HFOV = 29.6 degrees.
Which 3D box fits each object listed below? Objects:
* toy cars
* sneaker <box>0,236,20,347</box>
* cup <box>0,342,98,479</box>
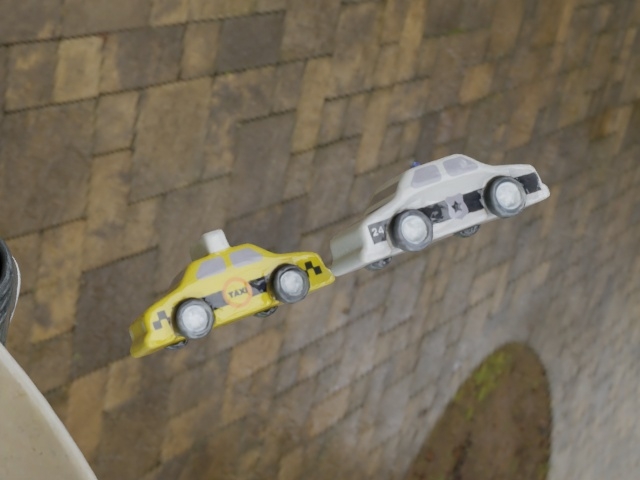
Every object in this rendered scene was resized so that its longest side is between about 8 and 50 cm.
[{"bbox_3d":[0.000,0.000,1.063,0.087,0.393,0.176,69,19,4],"label":"toy cars"},{"bbox_3d":[-0.322,0.117,1.020,0.147,0.104,0.296,109,-11,-68],"label":"sneaker"},{"bbox_3d":[-0.252,0.112,0.400,0.237,0.331,0.331,-43,152,3],"label":"cup"}]
